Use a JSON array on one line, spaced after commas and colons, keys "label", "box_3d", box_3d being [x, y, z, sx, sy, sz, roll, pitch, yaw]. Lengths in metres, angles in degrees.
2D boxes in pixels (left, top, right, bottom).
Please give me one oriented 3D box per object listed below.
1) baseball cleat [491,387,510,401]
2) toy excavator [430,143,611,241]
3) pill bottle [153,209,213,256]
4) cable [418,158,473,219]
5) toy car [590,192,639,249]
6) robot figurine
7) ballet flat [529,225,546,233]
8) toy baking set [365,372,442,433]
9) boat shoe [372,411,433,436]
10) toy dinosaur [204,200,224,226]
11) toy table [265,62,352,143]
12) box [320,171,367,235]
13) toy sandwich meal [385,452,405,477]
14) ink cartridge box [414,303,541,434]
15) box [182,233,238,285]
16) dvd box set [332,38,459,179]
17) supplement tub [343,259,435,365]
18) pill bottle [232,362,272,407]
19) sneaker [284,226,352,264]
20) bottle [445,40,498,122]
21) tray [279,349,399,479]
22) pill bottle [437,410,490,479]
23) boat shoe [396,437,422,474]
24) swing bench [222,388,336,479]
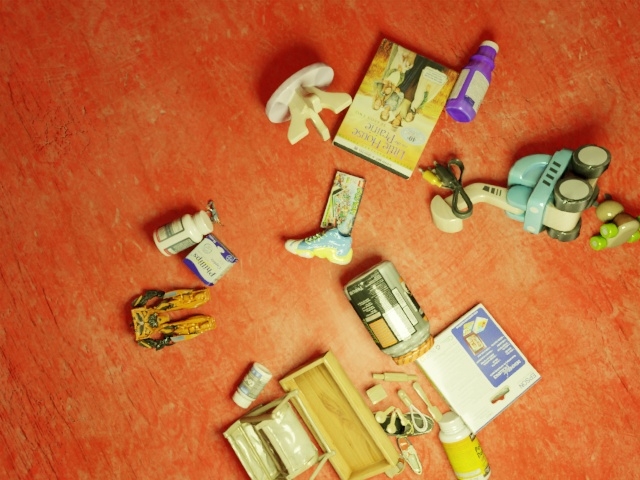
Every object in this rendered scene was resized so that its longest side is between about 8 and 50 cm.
[{"label": "baseball cleat", "box_3d": [0.594, 0.492, 1.529, 0.206, 0.072, 0.109, -31, 80, -6]}, {"label": "toy excavator", "box_3d": [0.660, -0.153, 1.510, 0.445, 0.222, 0.433, 25, 69, 32]}, {"label": "pill bottle", "box_3d": [-0.467, -0.029, 1.527, 0.180, 0.108, 0.108, -25, 87, 6]}, {"label": "cable", "box_3d": [0.454, -0.179, 1.509, 0.139, 0.072, 0.287, -17, 54, -6]}, {"label": "toy car", "box_3d": [1.013, -0.082, 1.563, 0.155, 0.149, 0.188, -12, 58, -5]}, {"label": "robot figurine", "box_3d": [-0.517, 0.261, 1.529, 0.291, 0.085, 0.211, -12, 85, -1]}, {"label": "ballet flat", "box_3d": [0.811, -0.081, 1.589, 0.173, 0.049, 0.057, -37, 117, 2]}, {"label": "toy baking set", "box_3d": [0.278, 0.545, 1.506, 0.256, 0.030, 0.197, 1, 62, -13]}, {"label": "boat shoe", "box_3d": [0.279, 0.632, 1.517, 0.228, 0.068, 0.081, 2, 86, 0]}, {"label": "toy dinosaur", "box_3d": [-0.381, -0.099, 1.588, 0.090, 0.047, 0.082, 22, 70, -36]}, {"label": "toy table", "box_3d": [-0.036, -0.461, 1.516, 0.274, 0.252, 0.161, -40, 71, 8]}, {"label": "box", "box_3d": [0.083, -0.130, 1.584, 0.114, 0.036, 0.207, 16, 86, 1]}, {"label": "toy sandwich meal", "box_3d": [0.252, 0.770, 1.527, 0.085, 0.029, 0.085, 0, 86, 0]}, {"label": "ink cartridge box", "box_3d": [0.519, 0.424, 1.499, 0.303, 0.072, 0.307, -34, 79, -10]}, {"label": "box", "box_3d": [-0.381, 0.069, 1.549, 0.126, 0.072, 0.137, 44, 88, 3]}, {"label": "dvd box set", "box_3d": [0.268, -0.470, 1.595, 0.307, 0.062, 0.420, 26, 86, 2]}, {"label": "supplement tub", "box_3d": [0.231, 0.240, 1.482, 0.193, 0.193, 0.316, -32, 87, -2]}, {"label": "pill bottle", "box_3d": [-0.235, 0.495, 1.518, 0.078, 0.078, 0.137, 35, 86, 2]}, {"label": "sneaker", "box_3d": [0.000, 0.000, 1.539, 0.240, 0.091, 0.126, 12, 103, -9]}, {"label": "bottle", "box_3d": [0.544, -0.566, 1.578, 0.118, 0.092, 0.283, 28, 86, -41]}, {"label": "tray", "box_3d": [0.060, 0.589, 1.481, 0.203, 0.076, 0.411, -35, 86, 24]}, {"label": "pill bottle", "box_3d": [0.474, 0.691, 1.490, 0.117, 0.117, 0.215, -23, 87, -2]}, {"label": "boat shoe", "box_3d": [0.305, 0.732, 1.523, 0.049, 0.043, 0.137, -28, 86, -1]}, {"label": "swing bench", "box_3d": [-0.136, 0.666, 1.453, 0.255, 0.165, 0.253, -32, 88, 31]}]
